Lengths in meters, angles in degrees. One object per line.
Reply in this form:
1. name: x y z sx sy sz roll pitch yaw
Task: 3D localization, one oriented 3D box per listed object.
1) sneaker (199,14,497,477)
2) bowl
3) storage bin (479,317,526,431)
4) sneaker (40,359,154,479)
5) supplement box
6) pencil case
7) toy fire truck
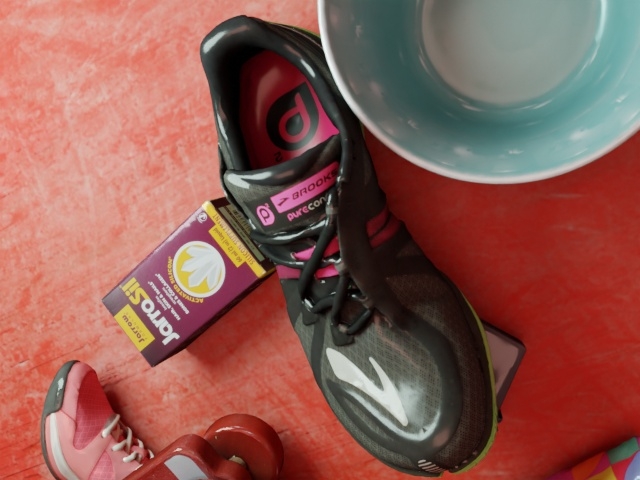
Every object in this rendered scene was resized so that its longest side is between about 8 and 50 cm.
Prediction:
1. sneaker: 0.000 0.000 0.673 0.185 0.202 0.482 -32 75 19
2. bowl: 0.168 -0.212 0.651 0.312 0.163 0.311 3 100 16
3. storage bin: 0.146 0.122 0.751 0.135 0.098 0.091 28 95 11
4. sneaker: -0.244 0.291 0.896 0.136 0.116 0.314 -11 99 4
5. supplement box: -0.145 0.046 0.827 0.188 0.081 0.104 -40 86 18
6. pencil case: 0.254 0.296 0.738 0.236 0.104 0.104 -36 87 17
7. toy fire truck: -0.120 0.364 0.801 0.254 0.169 0.302 -37 98 17
